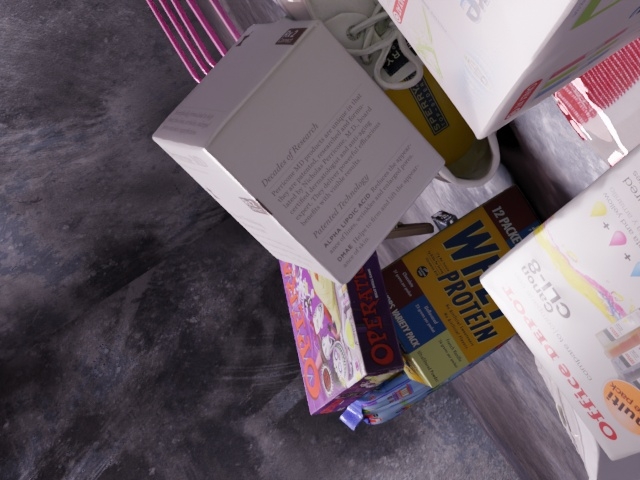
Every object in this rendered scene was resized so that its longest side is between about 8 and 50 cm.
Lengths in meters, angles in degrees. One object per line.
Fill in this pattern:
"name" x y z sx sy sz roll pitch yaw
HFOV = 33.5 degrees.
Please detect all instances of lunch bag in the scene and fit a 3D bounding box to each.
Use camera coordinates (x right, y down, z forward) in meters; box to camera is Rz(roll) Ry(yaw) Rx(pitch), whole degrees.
"lunch bag" 0.147 0.171 1.555 0.138 0.293 0.221 44 173 16

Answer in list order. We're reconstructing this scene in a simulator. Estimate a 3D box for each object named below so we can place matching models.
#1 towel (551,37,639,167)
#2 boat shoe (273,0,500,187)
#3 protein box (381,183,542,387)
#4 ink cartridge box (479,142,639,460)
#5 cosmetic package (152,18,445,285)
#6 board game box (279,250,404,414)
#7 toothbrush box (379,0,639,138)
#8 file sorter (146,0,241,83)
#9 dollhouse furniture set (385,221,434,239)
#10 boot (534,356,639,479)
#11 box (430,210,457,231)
"towel" 0.178 -0.127 0.673 0.329 0.037 0.237 56 176 7
"boat shoe" 0.060 -0.183 0.974 0.367 0.136 0.156 55 178 -29
"protein box" 0.160 0.055 1.217 0.136 0.199 0.201 57 176 3
"ink cartridge box" 0.191 0.011 0.526 0.128 0.127 0.176 55 154 9
"cosmetic package" -0.022 -0.083 0.963 0.183 0.151 0.151 44 168 -24
"board game box" 0.000 0.000 1.164 0.208 0.056 0.347 120 139 -67
"toothbrush box" 0.062 -0.221 0.498 0.283 0.122 0.206 55 167 8
"file sorter" -0.081 -0.296 1.184 0.202 0.182 0.290 58 168 -9
"dollhouse furniture set" 0.073 -0.116 1.238 0.242 0.161 0.212 -172 75 -70
"boot" 0.327 0.198 1.261 0.123 0.095 0.258 -117 5 -61
"box" 0.199 -0.009 1.591 0.067 0.018 0.083 57 176 -12
